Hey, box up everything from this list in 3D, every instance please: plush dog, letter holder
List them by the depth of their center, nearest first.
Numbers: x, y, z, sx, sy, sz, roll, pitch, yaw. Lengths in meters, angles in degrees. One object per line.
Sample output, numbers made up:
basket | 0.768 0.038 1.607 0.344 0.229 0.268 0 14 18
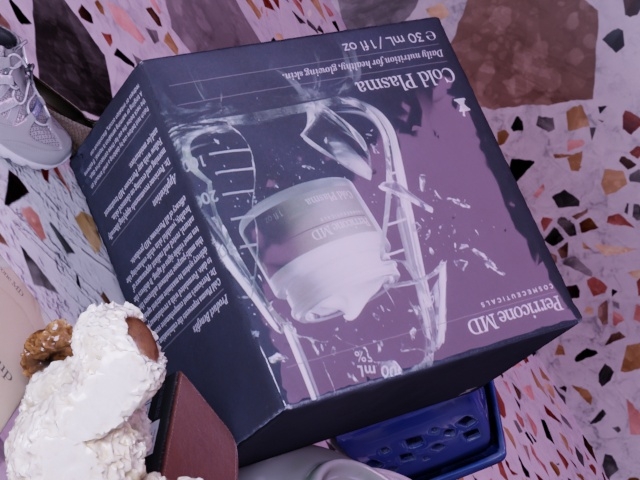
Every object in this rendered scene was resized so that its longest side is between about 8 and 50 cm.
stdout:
plush dog | -0.218 0.194 1.424 0.225 0.211 0.262 -149 -143 -80
letter holder | -0.165 0.330 1.667 0.214 0.152 0.302 53 20 -24

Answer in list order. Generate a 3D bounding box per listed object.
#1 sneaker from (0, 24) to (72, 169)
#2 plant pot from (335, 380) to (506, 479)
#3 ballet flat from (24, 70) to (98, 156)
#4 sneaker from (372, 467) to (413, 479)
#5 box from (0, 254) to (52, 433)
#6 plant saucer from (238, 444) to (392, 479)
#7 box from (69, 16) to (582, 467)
sneaker | -0.398 -0.200 1.926 0.281 0.115 0.105 48 22 -30
plant pot | 0.164 0.263 2.485 0.212 0.236 0.236 54 19 -35
ballet flat | -0.365 -0.187 2.078 0.250 0.058 0.084 44 24 -38
sneaker | 0.130 0.444 2.300 0.296 0.147 0.104 35 55 -17
box | -0.373 0.133 1.477 0.148 0.121 0.311 54 20 -16
plant saucer | 0.049 0.395 2.015 0.400 0.100 0.400 34 25 -18
box | 0.000 0.000 2.028 0.480 0.297 0.471 -14 74 -33
